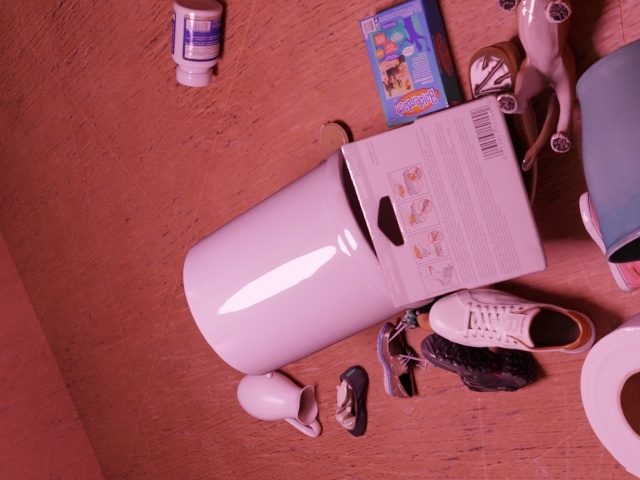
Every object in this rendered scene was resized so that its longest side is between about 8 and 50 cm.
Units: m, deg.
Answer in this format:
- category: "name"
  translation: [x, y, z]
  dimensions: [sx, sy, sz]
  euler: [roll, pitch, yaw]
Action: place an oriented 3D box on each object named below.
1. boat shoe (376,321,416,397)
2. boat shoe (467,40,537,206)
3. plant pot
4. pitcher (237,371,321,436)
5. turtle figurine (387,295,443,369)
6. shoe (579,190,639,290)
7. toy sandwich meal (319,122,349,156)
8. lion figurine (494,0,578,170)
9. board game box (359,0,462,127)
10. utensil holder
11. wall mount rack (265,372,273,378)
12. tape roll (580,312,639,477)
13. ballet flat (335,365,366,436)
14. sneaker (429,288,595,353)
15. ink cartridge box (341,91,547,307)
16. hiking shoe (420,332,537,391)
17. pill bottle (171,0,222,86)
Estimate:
- category: "boat shoe"
  translation: [0.171, 0.258, 1.828]
  dimensions: [0.066, 0.066, 0.183]
  euler: [12, 126, 40]
- category: "boat shoe"
  translation: [0.318, -0.181, 1.430]
  dimensions: [0.109, 0.098, 0.302]
  euler: [0, 110, 36]
- category: "plant pot"
  translation: [0.480, -0.135, 1.158]
  dimensions: [0.272, 0.272, 0.255]
  euler: [-36, 64, 50]
- category: "pitcher"
  translation: [-0.100, 0.421, 2.172]
  dimensions: [0.207, 0.125, 0.177]
  euler: [8, 129, 35]
- category: "turtle figurine"
  translation: [0.229, 0.162, 1.662]
  dimensions: [0.234, 0.118, 0.175]
  euler: [-13, 137, 38]
- category: "shoe"
  translation: [0.486, -0.008, 1.349]
  dimensions: [0.081, 0.063, 0.177]
  euler: [-25, 93, 49]
- category: "toy sandwich meal"
  translation: [0.032, -0.211, 1.789]
  dimensions: [0.086, 0.029, 0.085]
  euler: [19, 120, 37]
- category: "lion figurine"
  translation: [0.341, -0.324, 1.283]
  dimensions: [0.142, 0.240, 0.392]
  euler: [11, 133, 16]
- category: "board game box"
  translation: [0.166, -0.326, 1.568]
  dimensions: [0.160, 0.047, 0.210]
  euler: [-6, 102, 49]
- category: "utensil holder"
  translation: [-0.020, 0.049, 1.634]
  dimensions: [0.386, 0.328, 0.327]
  euler: [-29, 84, 25]
- category: "wall mount rack"
  translation: [-0.155, 0.149, 2.086]
  dimensions: [0.304, 0.131, 0.350]
  euler: [41, 134, 29]
- category: "tape roll"
  translation: [0.563, 0.252, 1.350]
  dimensions: [0.286, 0.100, 0.286]
  euler: [23, 123, 40]
- category: "ballet flat"
  translation: [0.065, 0.386, 1.995]
  dimensions: [0.074, 0.074, 0.203]
  euler: [27, 126, 38]
- category: "sneaker"
  translation: [0.323, 0.136, 1.474]
  dimensions: [0.290, 0.123, 0.105]
  euler: [3, 83, 22]
- category: "ink cartridge box"
  translation: [0.205, -0.062, 1.395]
  dimensions: [0.261, 0.066, 0.296]
  euler: [-16, 101, 15]
- category: "hiking shoe"
  translation: [0.283, 0.243, 1.593]
  dimensions: [0.227, 0.086, 0.114]
  euler: [18, 138, -9]
- category: "pill bottle"
  translation: [-0.288, -0.459, 1.967]
  dimensions: [0.112, 0.112, 0.186]
  euler: [35, 130, 33]
